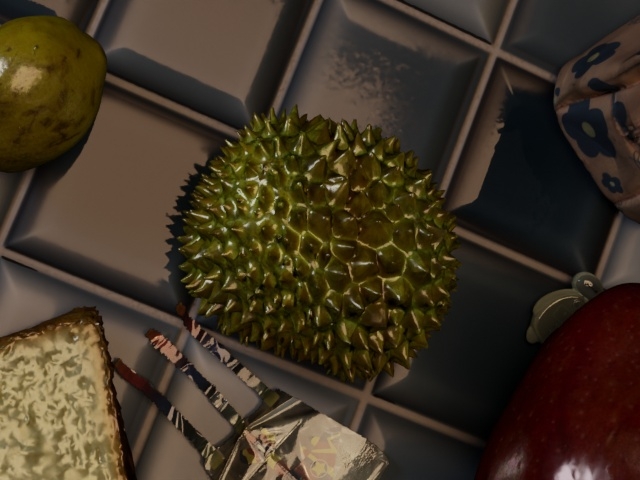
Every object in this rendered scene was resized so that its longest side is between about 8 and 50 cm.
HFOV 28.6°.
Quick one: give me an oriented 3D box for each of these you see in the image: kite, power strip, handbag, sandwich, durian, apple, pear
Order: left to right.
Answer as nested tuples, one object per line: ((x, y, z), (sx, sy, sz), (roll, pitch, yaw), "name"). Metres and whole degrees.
((-0.286, 0.204, 0.944), (0.301, 0.099, 0.271), (-9, 93, -18), "sandwich")
((-0.227, -0.116, 0.978), (0.107, 0.107, 0.131), (45, 69, -8), "pear")
((-0.060, 0.161, 1.046), (0.141, 0.015, 0.245), (-46, 101, -14), "kite")
((0.003, 0.001, 1.001), (0.237, 0.176, 0.200), (30, 59, 1), "durian")
((0.218, 0.063, 1.122), (0.055, 0.035, 0.083), (38, 91, -9), "power strip")
((0.260, 0.203, 0.992), (0.288, 0.288, 0.316), (26, 63, -11), "apple")
((0.359, -0.138, 1.085), (0.252, 0.193, 0.190), (-31, 90, -15), "handbag")
